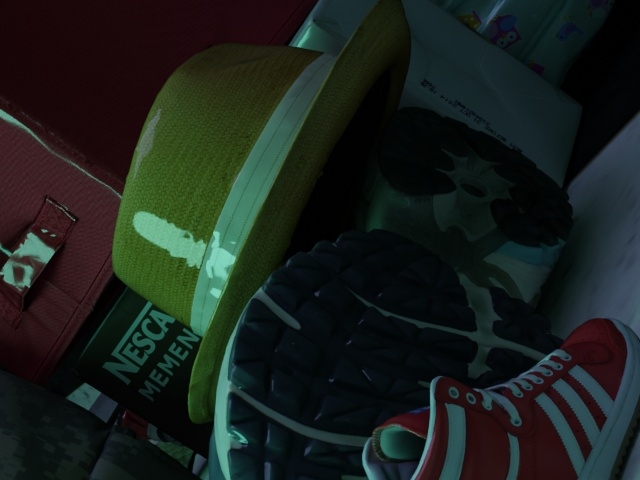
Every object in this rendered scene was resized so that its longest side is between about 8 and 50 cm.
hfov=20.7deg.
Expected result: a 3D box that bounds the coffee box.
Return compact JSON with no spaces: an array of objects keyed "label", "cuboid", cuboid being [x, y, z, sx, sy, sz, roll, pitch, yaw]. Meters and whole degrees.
[{"label":"coffee box","cuboid":[0.000,0.000,0.883,0.246,0.141,0.098,-52,7,32]}]

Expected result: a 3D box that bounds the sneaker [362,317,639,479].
[{"label":"sneaker","cuboid":[0.054,0.051,0.517,0.042,0.067,0.118,-50,8,42]}]

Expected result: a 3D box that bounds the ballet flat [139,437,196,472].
[{"label":"ballet flat","cuboid":[-0.066,0.105,1.326,0.250,0.058,0.084,-50,-15,3]}]

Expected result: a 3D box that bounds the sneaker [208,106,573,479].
[{"label":"sneaker","cuboid":[0.027,0.059,0.654,0.122,0.110,0.283,-66,-7,28]}]

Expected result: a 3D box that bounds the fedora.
[{"label":"fedora","cuboid":[-0.031,-0.023,0.709,0.194,0.079,0.194,24,-90,-82]}]

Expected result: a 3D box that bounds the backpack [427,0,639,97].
[{"label":"backpack","cuboid":[0.111,-0.149,0.925,0.182,0.115,0.152,-60,9,-9]}]

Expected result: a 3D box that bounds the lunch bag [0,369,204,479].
[{"label":"lunch bag","cuboid":[-0.192,0.194,0.821,0.212,0.256,0.305,-53,6,25]}]

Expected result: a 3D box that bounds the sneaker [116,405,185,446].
[{"label":"sneaker","cuboid":[-0.054,0.099,1.128,0.225,0.092,0.088,-20,-54,-75]}]

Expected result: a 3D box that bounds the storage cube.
[{"label":"storage cube","cuboid":[-0.150,-0.077,0.911,0.215,0.193,0.184,-55,2,-41]}]
